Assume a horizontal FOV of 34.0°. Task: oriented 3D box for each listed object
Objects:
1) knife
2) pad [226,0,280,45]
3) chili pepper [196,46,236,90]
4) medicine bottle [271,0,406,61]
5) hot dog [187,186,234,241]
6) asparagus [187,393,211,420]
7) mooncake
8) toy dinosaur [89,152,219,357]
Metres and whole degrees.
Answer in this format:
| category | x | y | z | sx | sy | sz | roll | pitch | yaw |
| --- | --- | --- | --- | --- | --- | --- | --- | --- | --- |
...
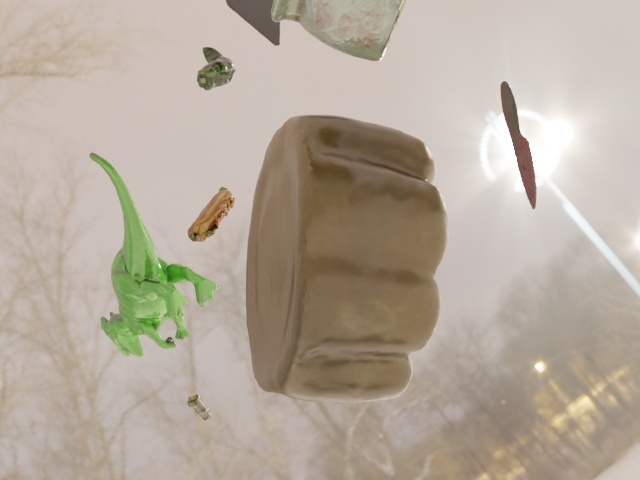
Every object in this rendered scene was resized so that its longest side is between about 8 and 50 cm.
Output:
| category | x | y | z | sx | sy | sz | roll | pitch | yaw |
| --- | --- | --- | --- | --- | --- | --- | --- | --- | --- |
| knife | 0.346 | -0.168 | 1.812 | 0.018 | 0.247 | 0.035 | 9 | -28 | -40 |
| pad | -0.094 | -0.359 | 1.495 | 0.003 | 0.157 | 0.112 | -26 | -43 | 31 |
| chili pepper | -0.204 | -0.344 | 2.080 | 0.073 | 0.050 | 0.182 | 1 | 24 | -3 |
| medicine bottle | 0.029 | -0.290 | 1.179 | 0.147 | 0.143 | 0.147 | 23 | -90 | -89 |
| hot dog | -0.244 | -0.055 | 2.378 | 0.072 | 0.055 | 0.188 | -47 | 8 | 41 |
| asparagus | -0.224 | 0.311 | 1.941 | 0.025 | 0.021 | 0.108 | -21 | -31 | 0 |
| mooncake | 0.029 | 0.029 | 1.363 | 0.201 | 0.378 | 0.378 | 4 | -28 | -14 |
| toy dinosaur | -0.409 | 0.038 | 2.146 | 0.374 | 0.500 | 0.144 | -5 | 31 | 45 |
